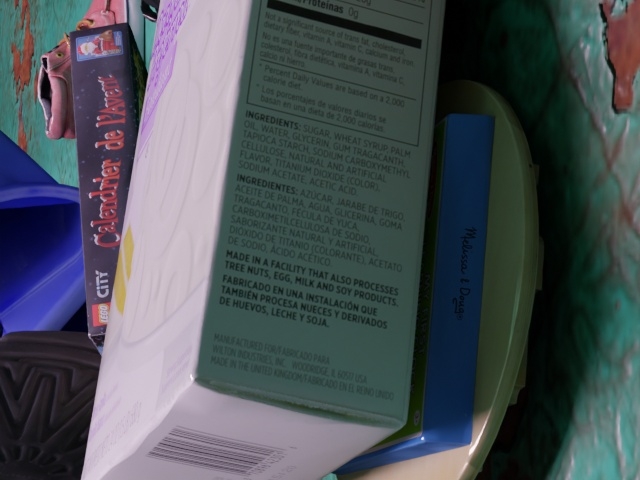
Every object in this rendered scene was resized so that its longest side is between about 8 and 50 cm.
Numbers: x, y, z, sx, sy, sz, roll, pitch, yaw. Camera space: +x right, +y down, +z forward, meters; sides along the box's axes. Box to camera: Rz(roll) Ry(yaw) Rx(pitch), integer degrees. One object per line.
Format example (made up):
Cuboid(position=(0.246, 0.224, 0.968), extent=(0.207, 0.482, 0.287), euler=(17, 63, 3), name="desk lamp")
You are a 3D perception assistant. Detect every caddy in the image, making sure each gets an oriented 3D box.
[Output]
Cuboid(position=(-0.295, 0.074, 1.314), extent=(0.179, 0.341, 0.241), euler=(47, 172, 43), name="caddy")

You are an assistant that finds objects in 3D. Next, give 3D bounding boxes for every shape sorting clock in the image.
Cuboid(position=(0.047, 0.030, 0.762), extent=(0.206, 0.040, 0.206), euler=(-170, 90, -75), name="shape sorting clock")

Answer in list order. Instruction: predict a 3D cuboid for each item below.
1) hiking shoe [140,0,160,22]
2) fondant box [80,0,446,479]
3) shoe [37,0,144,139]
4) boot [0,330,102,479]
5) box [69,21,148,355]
Cuboid(position=(-0.054, -0.236, 1.025), extent=(0.304, 0.132, 0.113), euler=(-17, 31, 54), name="hiking shoe")
Cuboid(position=(-0.026, -0.048, 0.819), extent=(0.238, 0.096, 0.330), euler=(134, 147, -63), name="fondant box")
Cuboid(position=(-0.193, -0.164, 1.423), extent=(0.063, 0.081, 0.178), euler=(135, 134, -63), name="shoe")
Cuboid(position=(-0.223, 0.343, 1.208), extent=(0.367, 0.146, 0.445), euler=(-71, -8, -58), name="boot")
Cuboid(position=(-0.131, -0.012, 1.196), extent=(0.159, 0.044, 0.233), euler=(77, -175, -64), name="box")
